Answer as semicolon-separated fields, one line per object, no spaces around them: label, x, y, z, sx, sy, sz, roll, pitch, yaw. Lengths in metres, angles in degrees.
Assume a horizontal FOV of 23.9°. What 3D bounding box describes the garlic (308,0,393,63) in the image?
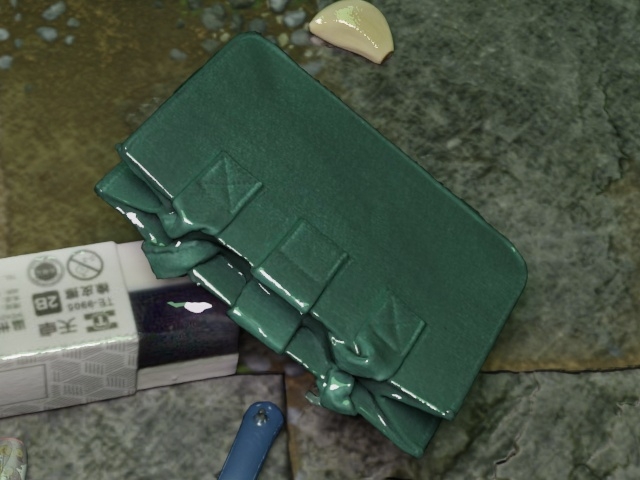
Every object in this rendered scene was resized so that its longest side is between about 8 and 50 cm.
garlic;0.035;-0.205;1.456;0.083;0.041;0.053;28;61;2

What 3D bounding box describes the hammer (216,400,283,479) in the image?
hammer;-0.073;0.194;1.153;0.116;0.069;0.194;20;47;6

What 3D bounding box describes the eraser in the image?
eraser;-0.268;0.078;1.177;0.403;0.096;0.098;-8;56;-15

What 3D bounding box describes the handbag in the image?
handbag;0.000;0.000;1.204;0.326;0.089;0.238;41;38;-1

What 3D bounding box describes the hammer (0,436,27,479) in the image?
hammer;-0.266;0.177;1.153;0.083;0.031;0.053;-2;52;3
